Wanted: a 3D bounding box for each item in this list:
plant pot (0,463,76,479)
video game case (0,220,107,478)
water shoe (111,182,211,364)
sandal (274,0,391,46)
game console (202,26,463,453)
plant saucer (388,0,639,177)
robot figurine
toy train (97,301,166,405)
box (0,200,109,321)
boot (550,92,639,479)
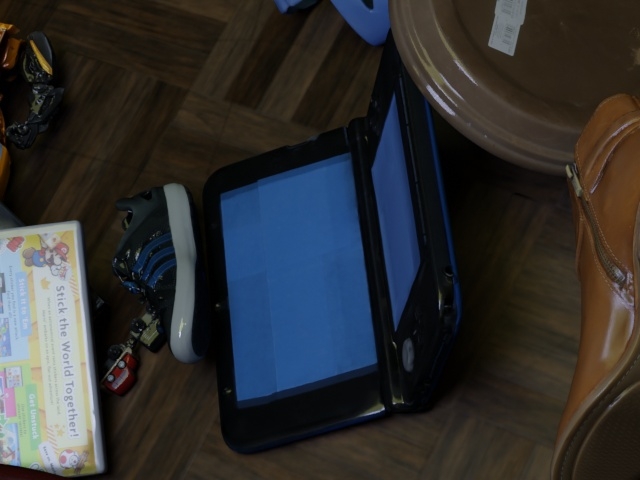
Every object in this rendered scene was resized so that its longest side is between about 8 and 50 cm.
[{"bbox_3d":[-0.345,0.308,1.392,0.267,0.236,0.267,-13,60,15],"label":"plant pot"},{"bbox_3d":[-0.302,0.106,1.525,0.206,0.026,0.227,-7,80,1],"label":"video game case"},{"bbox_3d":[-0.145,0.036,1.541,0.080,0.073,0.203,-11,44,3],"label":"water shoe"},{"bbox_3d":[0.072,-0.242,1.598,0.317,0.126,0.138,26,113,23],"label":"sandal"},{"bbox_3d":[0.000,0.000,1.460,0.173,0.250,0.293,-2,60,-9],"label":"game console"},{"bbox_3d":[0.191,-0.180,1.451,0.278,0.041,0.278,10,60,-17],"label":"plant saucer"},{"bbox_3d":[-0.374,-0.102,1.690,0.211,0.085,0.291,11,75,13],"label":"robot figurine"},{"bbox_3d":[-0.183,0.121,1.550,0.036,0.027,0.158,35,80,21],"label":"toy train"},{"bbox_3d":[-0.332,0.047,1.577,0.220,0.051,0.175,43,84,5],"label":"box"},{"bbox_3d":[0.224,0.041,1.331,0.109,0.283,0.220,4,29,-16],"label":"boot"}]
